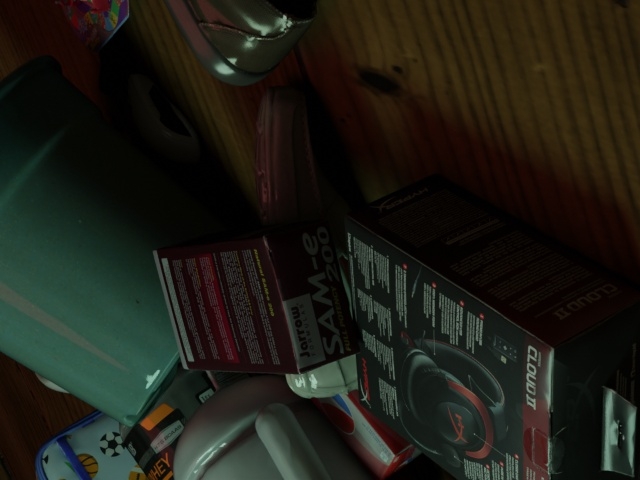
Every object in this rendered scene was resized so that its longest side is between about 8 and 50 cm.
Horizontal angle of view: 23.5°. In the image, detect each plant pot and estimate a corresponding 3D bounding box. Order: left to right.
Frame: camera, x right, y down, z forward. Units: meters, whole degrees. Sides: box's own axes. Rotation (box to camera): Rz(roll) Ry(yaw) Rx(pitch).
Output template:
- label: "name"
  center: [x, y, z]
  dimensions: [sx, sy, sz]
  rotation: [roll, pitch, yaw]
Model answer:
- label: "plant pot"
  center: [-0.275, 0.019, 1.773]
  dimensions: [0.334, 0.341, 0.341]
  rotation: [35, 153, 3]

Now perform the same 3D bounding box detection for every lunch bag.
- label: "lunch bag"
  center: [-0.251, 0.377, 2.153]
  dimensions: [0.303, 0.243, 0.115]
  rotation: [56, 156, 13]

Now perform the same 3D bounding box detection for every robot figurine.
- label: "robot figurine"
  center: [-0.031, 0.292, 1.694]
  dimensions: [0.353, 0.200, 0.300]
  rotation: [54, 155, 28]

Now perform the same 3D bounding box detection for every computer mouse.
- label: "computer mouse"
  center: [-0.209, -0.158, 1.802]
  dimensions: [0.193, 0.042, 0.106]
  rotation: [48, 153, 21]

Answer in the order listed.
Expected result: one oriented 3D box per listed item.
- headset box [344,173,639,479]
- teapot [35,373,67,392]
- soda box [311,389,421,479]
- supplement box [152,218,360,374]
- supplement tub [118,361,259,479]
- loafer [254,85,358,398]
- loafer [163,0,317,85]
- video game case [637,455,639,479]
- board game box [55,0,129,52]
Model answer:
- label: "headset box"
  center: [0.155, 0.105, 1.311]
  dimensions: [0.293, 0.110, 0.218]
  rotation: [33, 139, 45]
- label: "teapot"
  center: [-0.275, 0.087, 2.058]
  dimensions: [0.256, 0.187, 0.252]
  rotation: [-127, 47, -54]
- label: "soda box"
  center: [0.020, 0.125, 1.651]
  dimensions: [0.263, 0.083, 0.092]
  rotation: [50, 155, 17]
- label: "supplement box"
  center: [-0.066, 0.055, 1.460]
  dimensions: [0.239, 0.073, 0.130]
  rotation: [-4, 101, 60]
- label: "supplement tub"
  center: [-0.125, 0.270, 1.960]
  dimensions: [0.316, 0.193, 0.193]
  rotation: [52, 155, 14]
- label: "loafer"
  center: [0.000, 0.000, 1.530]
  dimensions: [0.112, 0.111, 0.319]
  rotation: [-105, 6, -73]
- label: "loafer"
  center: [-0.113, -0.318, 1.367]
  dimensions: [0.130, 0.134, 0.366]
  rotation: [-19, 113, 42]
- label: "video game case"
  center: [0.311, 0.307, 1.304]
  dimensions: [0.274, 0.026, 0.196]
  rotation: [32, 123, 46]
- label: "board game box"
  center: [-0.274, -0.287, 1.739]
  dimensions: [0.168, 0.033, 0.133]
  rotation: [-33, 80, 57]
